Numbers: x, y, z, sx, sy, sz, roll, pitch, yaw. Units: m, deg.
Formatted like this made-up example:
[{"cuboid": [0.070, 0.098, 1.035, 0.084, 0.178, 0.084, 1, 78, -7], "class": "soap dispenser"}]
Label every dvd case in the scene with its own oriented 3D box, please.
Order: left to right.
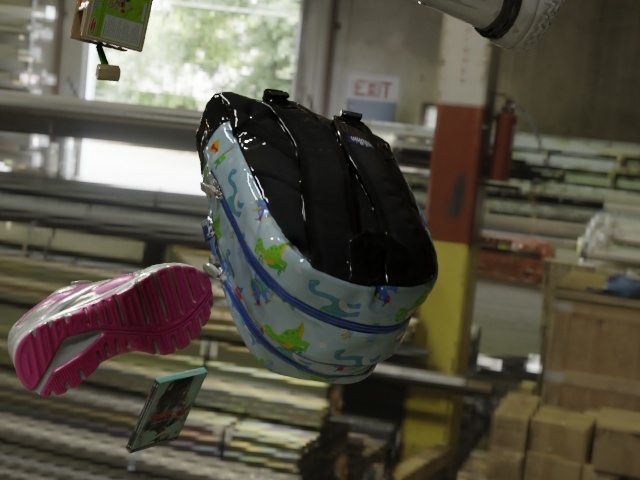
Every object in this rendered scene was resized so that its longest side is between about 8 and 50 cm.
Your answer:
[{"cuboid": [-0.201, 0.222, 1.405, 0.013, 0.119, 0.087, 41, 27, 29], "class": "dvd case"}]

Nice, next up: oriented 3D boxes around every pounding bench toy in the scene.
[{"cuboid": [-0.182, -0.176, 0.913, 0.052, 0.083, 0.065, 11, 3, -25], "class": "pounding bench toy"}]

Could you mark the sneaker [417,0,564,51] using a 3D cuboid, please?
[{"cuboid": [0.112, -0.341, 0.966, 0.210, 0.366, 0.137, 15, -36, -13], "class": "sneaker"}]

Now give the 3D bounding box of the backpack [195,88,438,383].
[{"cuboid": [0.000, 0.000, 1.305, 0.290, 0.273, 0.355, 13, 19, -30], "class": "backpack"}]

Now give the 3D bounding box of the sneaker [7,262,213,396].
[{"cuboid": [-0.239, 0.082, 1.196, 0.252, 0.103, 0.111, -17, 21, -34], "class": "sneaker"}]
